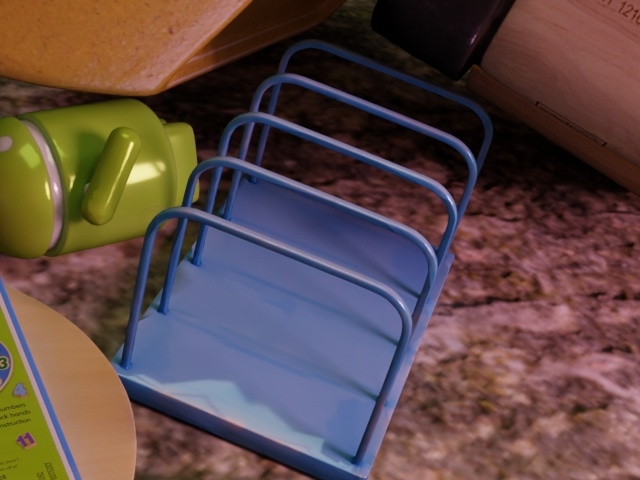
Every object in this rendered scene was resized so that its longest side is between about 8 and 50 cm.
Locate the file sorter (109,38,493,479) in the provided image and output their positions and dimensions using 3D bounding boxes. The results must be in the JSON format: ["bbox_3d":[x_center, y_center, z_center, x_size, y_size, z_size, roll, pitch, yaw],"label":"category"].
[{"bbox_3d":[0.000,0.000,0.553,0.118,0.104,0.170,22,37,5],"label":"file sorter"}]

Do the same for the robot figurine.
[{"bbox_3d":[-0.113,-0.029,0.573,0.115,0.067,0.101,-14,20,-34],"label":"robot figurine"}]

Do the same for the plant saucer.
[{"bbox_3d":[0.016,-0.192,0.618,0.081,0.333,0.333,52,27,0],"label":"plant saucer"}]

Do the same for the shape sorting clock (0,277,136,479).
[{"bbox_3d":[-0.170,0.075,0.442,0.206,0.040,0.206,8,39,-7],"label":"shape sorting clock"}]

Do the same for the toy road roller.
[{"bbox_3d":[0.183,-0.149,0.614,0.202,0.241,0.329,33,10,6],"label":"toy road roller"}]
